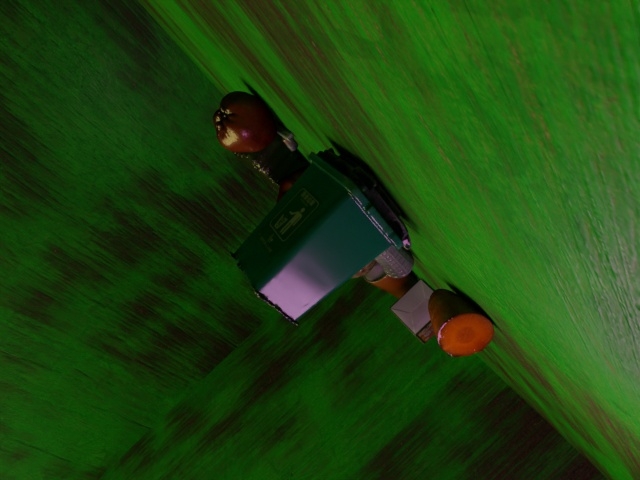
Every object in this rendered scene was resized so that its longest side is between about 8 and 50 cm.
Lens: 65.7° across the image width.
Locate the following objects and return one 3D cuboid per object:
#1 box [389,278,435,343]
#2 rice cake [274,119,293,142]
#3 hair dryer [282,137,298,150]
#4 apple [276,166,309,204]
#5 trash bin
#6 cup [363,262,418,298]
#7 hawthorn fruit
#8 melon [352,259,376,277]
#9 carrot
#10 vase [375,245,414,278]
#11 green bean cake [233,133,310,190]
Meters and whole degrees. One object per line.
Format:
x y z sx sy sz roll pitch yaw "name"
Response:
0.441 0.308 2.141 0.177 0.195 0.148 46 180 38 "box"
-0.149 -0.418 1.884 0.033 0.033 0.207 48 179 -39 "rice cake"
-0.133 -0.407 1.978 0.063 0.037 0.114 48 -173 -41 "hair dryer"
-0.045 -0.147 2.074 0.288 0.288 0.316 47 168 27 "apple"
0.000 0.000 1.238 0.295 0.381 0.259 45 -178 -37 "trash bin"
0.330 0.146 2.297 0.264 0.183 0.226 38 -142 -33 "cup"
-0.265 -0.424 1.836 0.261 0.224 0.224 16 -157 -46 "hawthorn fruit"
0.086 -0.010 1.805 0.248 0.249 0.329 45 -162 -52 "melon"
0.398 0.227 1.494 0.159 0.159 0.225 46 -169 -22 "carrot"
0.207 0.026 1.622 0.143 0.143 0.299 47 -176 39 "vase"
-0.203 -0.371 2.277 0.335 0.218 0.319 38 178 -36 "green bean cake"
